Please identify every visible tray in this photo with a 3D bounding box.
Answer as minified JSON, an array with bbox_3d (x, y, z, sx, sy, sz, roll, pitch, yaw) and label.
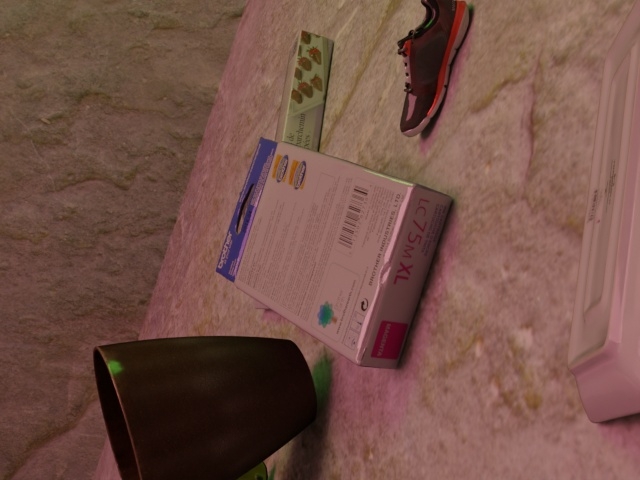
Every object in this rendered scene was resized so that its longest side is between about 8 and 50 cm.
[{"bbox_3d":[0.183,-0.032,0.525,0.145,0.030,0.270,79,-158,-74],"label":"tray"}]

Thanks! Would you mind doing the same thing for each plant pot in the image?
[{"bbox_3d":[-0.130,0.199,1.061,0.215,0.230,0.215,47,145,49],"label":"plant pot"}]

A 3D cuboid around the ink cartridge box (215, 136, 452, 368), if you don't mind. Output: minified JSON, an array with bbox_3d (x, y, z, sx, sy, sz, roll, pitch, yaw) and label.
[{"bbox_3d":[0.000,0.000,0.981,0.311,0.065,0.186,24,98,51],"label":"ink cartridge box"}]

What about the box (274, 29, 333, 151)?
[{"bbox_3d":[-0.034,-0.205,1.485,0.067,0.063,0.324,128,153,-58],"label":"box"}]

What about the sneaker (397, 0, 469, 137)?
[{"bbox_3d":[0.107,-0.194,0.974,0.061,0.065,0.158,-134,61,-72],"label":"sneaker"}]

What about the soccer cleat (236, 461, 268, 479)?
[{"bbox_3d":[-0.116,0.372,1.215,0.072,0.060,0.179,-89,17,-81],"label":"soccer cleat"}]

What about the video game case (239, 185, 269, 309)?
[{"bbox_3d":[-0.090,0.010,1.409,0.183,0.023,0.201,167,96,-73],"label":"video game case"}]
